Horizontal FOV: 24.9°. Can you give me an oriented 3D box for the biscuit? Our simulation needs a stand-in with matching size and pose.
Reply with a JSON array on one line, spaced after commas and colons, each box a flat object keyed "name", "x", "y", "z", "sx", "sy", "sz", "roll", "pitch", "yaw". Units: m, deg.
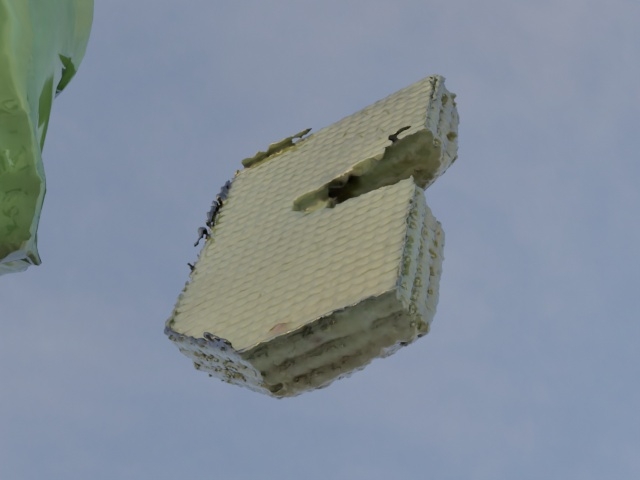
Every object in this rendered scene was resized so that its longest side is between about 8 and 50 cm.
[{"name": "biscuit", "x": 0.000, "y": 0.000, "z": 0.737, "sx": 0.147, "sy": 0.250, "sz": 0.046, "roll": -25, "pitch": -69, "yaw": 20}]

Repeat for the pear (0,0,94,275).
[{"name": "pear", "x": -0.216, "y": -0.108, "z": 0.397, "sx": 0.286, "sy": 0.176, "sz": 0.282, "roll": -3, "pitch": -92, "yaw": -27}]
